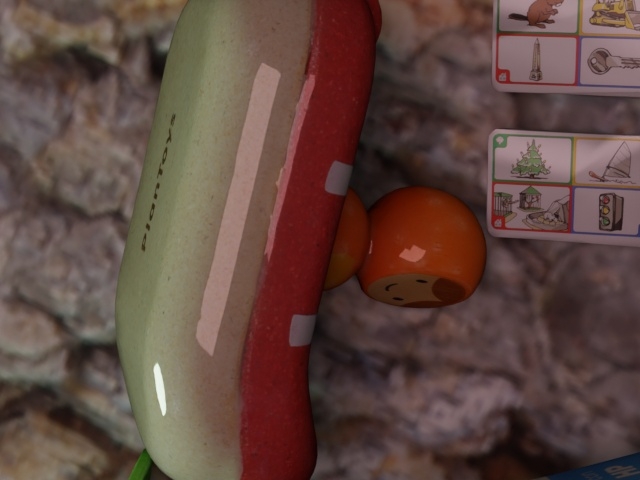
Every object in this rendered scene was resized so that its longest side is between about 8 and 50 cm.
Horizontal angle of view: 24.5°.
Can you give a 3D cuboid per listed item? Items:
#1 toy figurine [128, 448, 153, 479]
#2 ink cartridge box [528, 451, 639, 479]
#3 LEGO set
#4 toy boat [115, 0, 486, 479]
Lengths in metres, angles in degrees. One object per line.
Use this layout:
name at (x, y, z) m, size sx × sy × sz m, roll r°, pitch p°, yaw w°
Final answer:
toy figurine at (-0.047, 0.206, 0.679) m, size 0.159 × 0.130 × 0.173 m, roll 25°, pitch 75°, yaw -2°
ink cartridge box at (0.028, 0.262, 0.546) m, size 0.395 × 0.166 × 0.285 m, roll -13°, pitch 98°, yaw -5°
LEGO set at (0.196, -0.087, 0.628) m, size 0.244 × 0.060 × 0.182 m, roll 3°, pitch 107°, yaw 15°
toy boat at (0.000, 0.000, 0.637) m, size 0.151 × 0.151 × 0.231 m, roll 11°, pitch 97°, yaw -16°
